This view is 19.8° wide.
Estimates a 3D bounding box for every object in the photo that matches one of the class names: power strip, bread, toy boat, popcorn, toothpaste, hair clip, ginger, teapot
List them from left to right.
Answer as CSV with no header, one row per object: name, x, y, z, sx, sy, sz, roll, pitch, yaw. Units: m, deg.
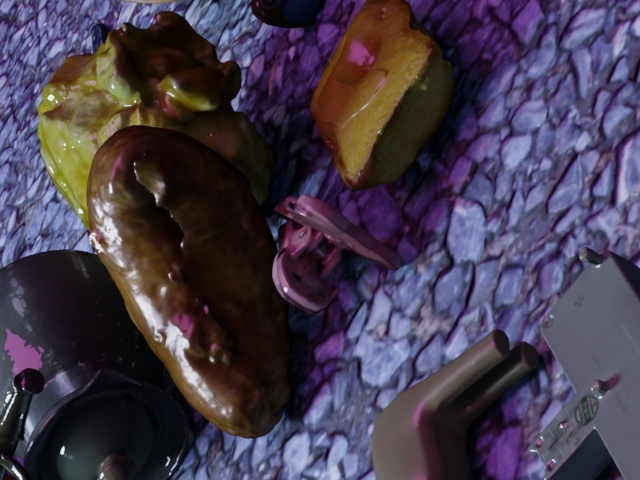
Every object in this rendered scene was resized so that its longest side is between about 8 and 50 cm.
teapot,-0.274,0.199,1.950,0.305,0.223,0.285,-55,37,14
toothpaste,-0.302,-0.260,2.524,0.037,0.021,0.140,-46,36,30
popcorn,-0.175,-0.106,1.952,0.224,0.258,0.270,-33,14,-30
ginger,-0.115,0.032,1.785,0.165,0.321,0.172,-25,9,7
toy boat,-0.034,-0.315,2.061,0.075,0.077,0.185,-24,50,50
hair clip,0.007,-0.008,1.731,0.102,0.123,0.138,-45,21,25
bread,0.061,-0.146,1.774,0.161,0.088,0.233,-52,29,14
power strip,0.211,0.119,1.349,0.145,0.061,0.216,-53,31,20

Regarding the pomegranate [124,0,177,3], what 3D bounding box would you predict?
pomegranate,-0.227,-0.479,2.178,0.411,0.411,0.411,-38,39,40

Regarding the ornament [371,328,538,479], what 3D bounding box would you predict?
ornament,0.087,0.224,1.478,0.245,0.061,0.230,-40,40,37

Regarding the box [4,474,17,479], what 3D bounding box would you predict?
box,-0.449,0.364,2.239,0.301,0.084,0.193,7,75,60

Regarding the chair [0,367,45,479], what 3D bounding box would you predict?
chair,-0.389,0.414,1.768,0.362,0.364,0.410,59,150,16
